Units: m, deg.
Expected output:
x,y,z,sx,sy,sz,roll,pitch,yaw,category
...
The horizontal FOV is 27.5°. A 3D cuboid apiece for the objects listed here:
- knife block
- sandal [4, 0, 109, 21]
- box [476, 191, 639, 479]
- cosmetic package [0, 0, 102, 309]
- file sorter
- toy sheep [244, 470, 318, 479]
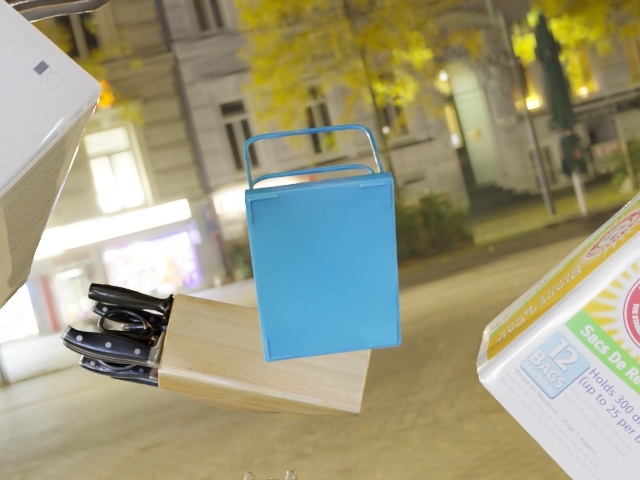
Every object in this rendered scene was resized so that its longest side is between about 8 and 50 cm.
x,y,z,sx,sy,sz,roll,pitch,yaw,category
-0.118,0.110,1.355,0.275,0.088,0.242,-4,-21,40,knife block
-0.266,-0.198,1.106,0.219,0.060,0.090,-2,45,17,sandal
0.180,0.086,0.589,0.114,0.203,0.103,-44,0,13,box
-0.231,-0.044,0.525,0.138,0.224,0.225,-50,1,-26,cosmetic package
0.000,0.000,1.111,0.118,0.170,0.104,-7,34,-2,file sorter
-0.044,0.254,1.174,0.091,0.091,0.132,-16,0,-40,toy sheep
